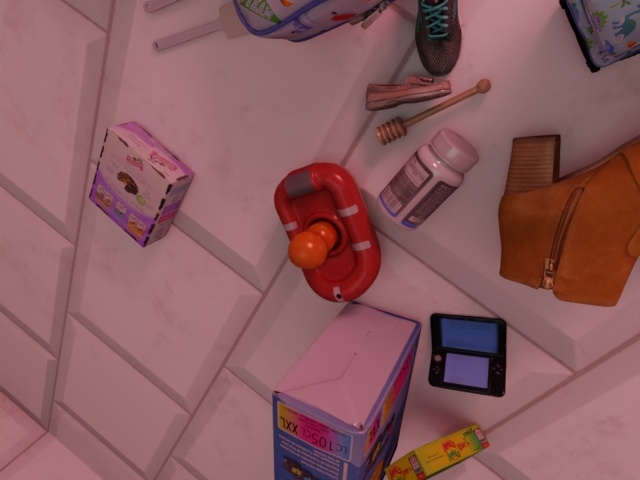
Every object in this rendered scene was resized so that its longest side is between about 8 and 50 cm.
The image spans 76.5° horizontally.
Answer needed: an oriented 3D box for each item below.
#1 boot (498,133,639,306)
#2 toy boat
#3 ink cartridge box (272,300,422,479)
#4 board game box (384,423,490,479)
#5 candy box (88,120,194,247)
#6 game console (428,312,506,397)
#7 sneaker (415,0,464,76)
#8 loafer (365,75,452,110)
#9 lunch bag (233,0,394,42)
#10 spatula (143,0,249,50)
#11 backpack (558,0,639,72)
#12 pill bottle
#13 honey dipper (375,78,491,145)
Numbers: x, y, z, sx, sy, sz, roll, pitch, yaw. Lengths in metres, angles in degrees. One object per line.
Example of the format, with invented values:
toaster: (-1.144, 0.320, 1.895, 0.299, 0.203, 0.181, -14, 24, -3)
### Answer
boot: (0.363, -0.020, 0.472, 0.295, 0.104, 0.211, 8, 111, 42)
toy boat: (0.000, 0.000, 0.649, 0.151, 0.151, 0.231, -14, 107, 31)
ink cartridge box: (0.047, 0.349, 0.727, 0.151, 0.270, 0.395, 18, 121, 24)
board game box: (0.211, 0.387, 0.726, 0.092, 0.181, 0.043, -56, 47, 34)
candy box: (-0.369, -0.110, 0.827, 0.165, 0.070, 0.196, 42, 126, 2)
game console: (0.242, 0.189, 0.675, 0.122, 0.107, 0.071, 1, 143, 27)
sneaker: (0.137, -0.284, 0.486, 0.065, 0.076, 0.166, 3, 115, 26)
loafer: (0.114, -0.205, 0.551, 0.125, 0.045, 0.039, 1, 102, 39)
lunch bag: (-0.008, -0.392, 0.453, 0.243, 0.115, 0.303, -7, 102, 36)
spatula: (-0.198, -0.398, 0.634, 0.242, 0.019, 0.168, 0, 119, 27)
backpack: (0.322, -0.245, 0.409, 0.114, 0.084, 0.105, -25, 104, 31)
pill bottle: (0.151, -0.085, 0.577, 0.078, 0.078, 0.137, 41, 125, 2)
honey dipper: (0.152, -0.179, 0.560, 0.161, 0.030, 0.030, -22, 103, 31)
